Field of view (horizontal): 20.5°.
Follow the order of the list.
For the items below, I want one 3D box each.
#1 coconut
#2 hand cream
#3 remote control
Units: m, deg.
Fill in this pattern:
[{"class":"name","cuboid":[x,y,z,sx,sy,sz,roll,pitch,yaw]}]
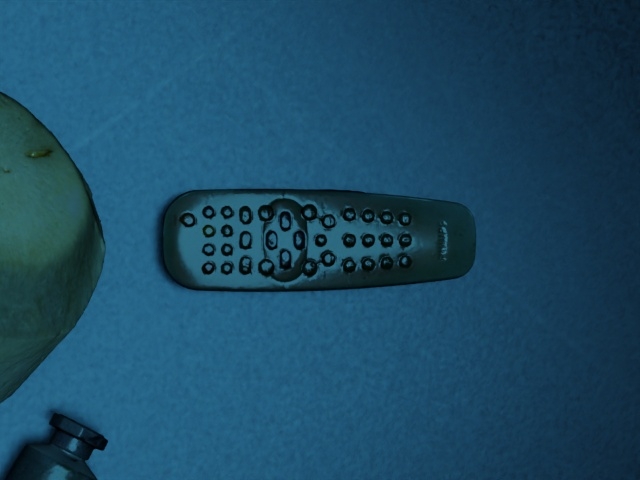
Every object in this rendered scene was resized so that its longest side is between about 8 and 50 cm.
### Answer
[{"class":"coconut","cuboid":[-0.252,0.014,1.105,0.202,0.222,0.202,24,46,-28]},{"class":"hand cream","cuboid":[-0.217,0.238,1.173,0.088,0.055,0.256,30,81,-19]},{"class":"remote control","cuboid":[0.000,0.000,1.234,0.222,0.042,0.072,0,89,-11]}]
